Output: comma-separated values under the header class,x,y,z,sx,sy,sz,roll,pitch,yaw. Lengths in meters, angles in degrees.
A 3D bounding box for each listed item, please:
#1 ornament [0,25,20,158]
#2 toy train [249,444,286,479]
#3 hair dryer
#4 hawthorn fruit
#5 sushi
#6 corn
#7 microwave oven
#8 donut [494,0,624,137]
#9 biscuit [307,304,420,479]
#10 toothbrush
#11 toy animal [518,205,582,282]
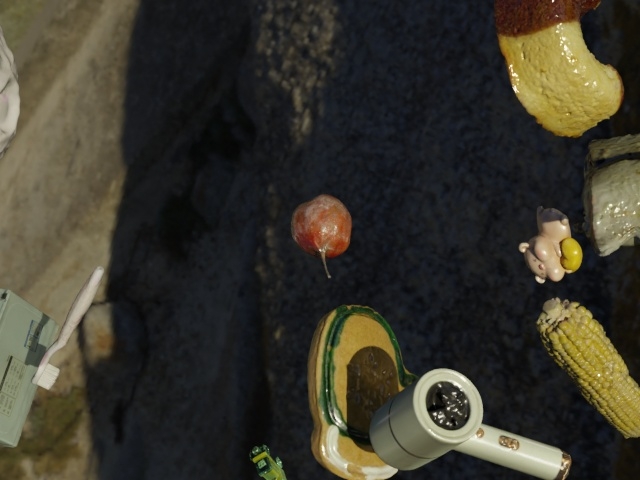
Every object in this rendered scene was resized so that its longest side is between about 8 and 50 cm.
class,x,y,z,sx,sy,sz,roll,pitch,yaw
ornament,-0.558,-0.203,1.333,0.337,0.337,0.337,-28,53,45
toy train,-0.123,0.534,2.445,0.050,0.122,0.081,-29,45,6
hair dryer,0.282,0.343,1.772,0.203,0.362,0.128,128,158,-57
hawthorn fruit,0.000,0.000,1.080,0.067,0.067,0.103,-40,30,37
sushi,0.361,-0.064,1.247,0.134,0.273,0.109,2,104,30
corn,0.410,0.192,1.529,0.086,0.288,0.086,-32,27,19
microwave oven,-0.515,0.189,1.581,0.122,0.162,0.208,3,65,23
donut,0.279,-0.232,1.203,0.085,0.141,0.217,-16,85,45
biscuit,0.098,0.295,2.002,0.057,0.287,0.344,-25,56,47
toothbrush,-0.313,0.115,1.299,0.307,0.029,0.025,-51,13,47
toy animal,0.344,0.012,1.568,0.091,0.082,0.114,-125,18,-71
